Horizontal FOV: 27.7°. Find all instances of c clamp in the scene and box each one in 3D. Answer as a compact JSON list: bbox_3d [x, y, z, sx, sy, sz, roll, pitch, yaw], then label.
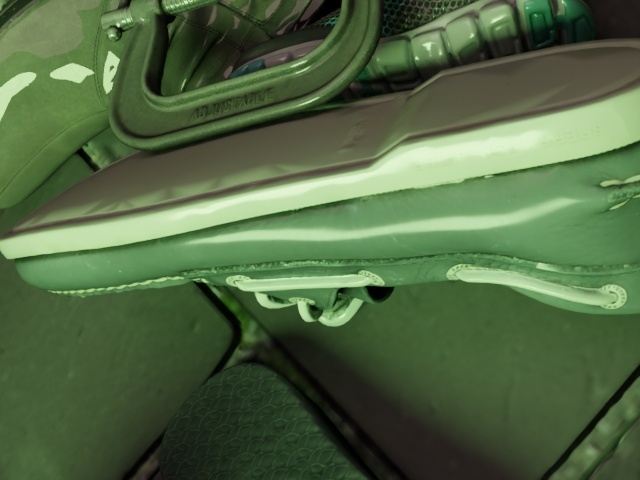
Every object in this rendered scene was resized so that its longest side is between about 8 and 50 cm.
[{"bbox_3d":[-0.040,-0.102,0.579,0.161,0.022,0.137,-6,55,30],"label":"c clamp"}]

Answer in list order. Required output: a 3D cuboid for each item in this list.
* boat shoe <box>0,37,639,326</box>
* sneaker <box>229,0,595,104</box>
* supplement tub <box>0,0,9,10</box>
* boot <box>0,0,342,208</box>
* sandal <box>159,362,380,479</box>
[{"bbox_3d":[0.000,0.000,0.537,0.319,0.099,0.116,-10,23,30],"label":"boat shoe"},{"bbox_3d":[0.040,-0.094,0.591,0.166,0.065,0.076,-10,48,16],"label":"sneaker"},{"bbox_3d":[-0.202,-0.136,0.783,0.107,0.071,0.071,7,72,39],"label":"supplement tub"},{"bbox_3d":[-0.090,-0.083,0.671,0.246,0.083,0.161,-48,54,8],"label":"boot"},{"bbox_3d":[0.015,0.138,0.502,0.097,0.054,0.254,-40,40,4],"label":"sandal"}]
